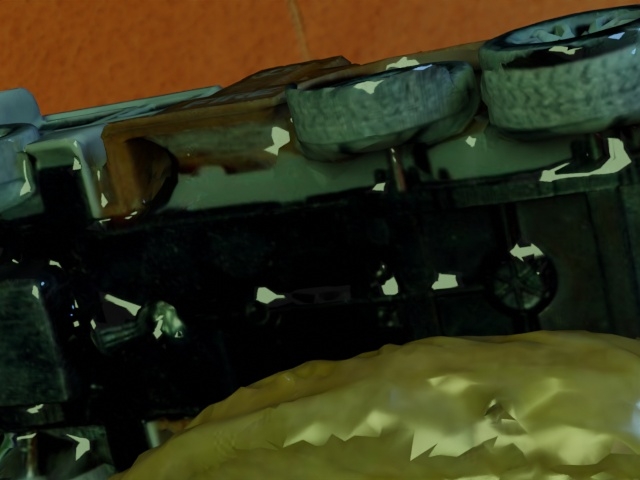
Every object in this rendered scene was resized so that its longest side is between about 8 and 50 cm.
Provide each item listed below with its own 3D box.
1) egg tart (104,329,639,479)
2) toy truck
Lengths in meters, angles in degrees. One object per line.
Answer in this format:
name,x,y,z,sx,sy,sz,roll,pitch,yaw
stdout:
egg tart,0.061,0.141,0.443,0.290,0.290,0.115,-7,48,20
toy truck,0.000,0.000,0.554,0.338,0.184,0.133,-7,104,25
